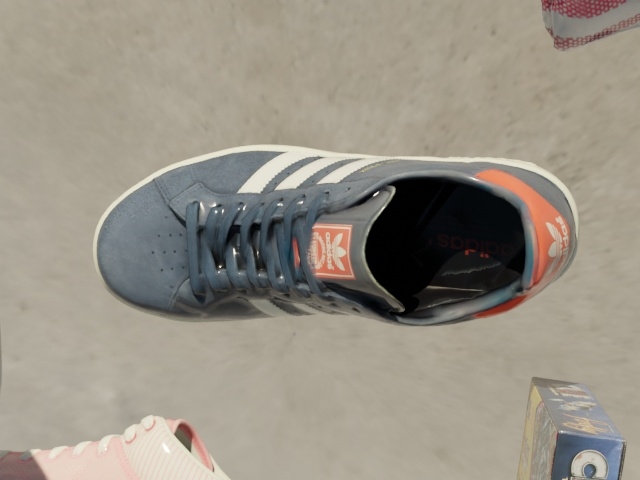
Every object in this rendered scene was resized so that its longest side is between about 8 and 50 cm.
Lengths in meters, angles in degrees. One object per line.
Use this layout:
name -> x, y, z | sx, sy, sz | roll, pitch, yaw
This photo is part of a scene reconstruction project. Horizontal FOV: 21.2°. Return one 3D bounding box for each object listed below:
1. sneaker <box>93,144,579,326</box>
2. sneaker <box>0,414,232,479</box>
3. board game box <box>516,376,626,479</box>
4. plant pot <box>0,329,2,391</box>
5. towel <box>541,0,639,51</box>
sneaker -> 0.000, 0.000, 1.175 | 0.350, 0.148, 0.131 | -6, 99, 11
sneaker -> -0.080, 0.089, 0.619 | 0.134, 0.051, 0.070 | 22, 79, 33
board game box -> 0.153, 0.186, 1.111 | 0.042, 0.243, 0.165 | 8, 94, 3
plant pot -> -0.334, 0.074, 1.180 | 0.290, 0.290, 0.195 | -38, 106, -3
towel -> 0.101, -0.128, 0.386 | 0.144, 0.197, 0.029 | -17, 48, 10
